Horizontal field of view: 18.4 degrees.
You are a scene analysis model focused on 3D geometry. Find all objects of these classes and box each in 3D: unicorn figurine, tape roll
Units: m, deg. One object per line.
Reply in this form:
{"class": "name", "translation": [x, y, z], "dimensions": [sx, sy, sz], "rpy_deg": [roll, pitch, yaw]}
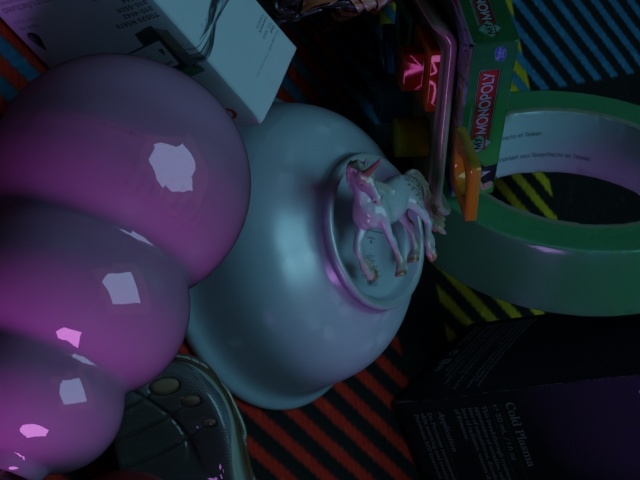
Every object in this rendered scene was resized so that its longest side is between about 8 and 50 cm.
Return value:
{"class": "unicorn figurine", "translation": [0.058, -0.025, 1.716], "dimensions": [0.162, 0.060, 0.111], "rpy_deg": [-36, 114, -70]}
{"class": "tape roll", "translation": [0.248, -0.044, 1.964], "dimensions": [0.321, 0.321, 0.077], "rpy_deg": [-41, 144, -48]}

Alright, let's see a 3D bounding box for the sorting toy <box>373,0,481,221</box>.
{"class": "sorting toy", "translation": [0.083, -0.143, 1.845], "dimensions": [0.347, 0.047, 0.196], "rpy_deg": [-112, -162, -59]}

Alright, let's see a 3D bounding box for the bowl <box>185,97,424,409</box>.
{"class": "bowl", "translation": [0.000, 0.000, 1.787], "dimensions": [0.298, 0.134, 0.297], "rpy_deg": [16, 69, -49]}

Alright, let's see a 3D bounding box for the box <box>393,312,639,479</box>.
{"class": "box", "translation": [0.294, 0.251, 1.956], "dimensions": [0.179, 0.313, 0.343], "rpy_deg": [-39, 113, -48]}

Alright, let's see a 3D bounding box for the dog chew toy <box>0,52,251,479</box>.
{"class": "dog chew toy", "translation": [-0.180, 0.026, 1.507], "dimensions": [0.207, 0.207, 0.331], "rpy_deg": [38, 61, -41]}

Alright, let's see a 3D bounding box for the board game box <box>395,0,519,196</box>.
{"class": "board game box", "translation": [0.118, -0.230, 1.871], "dimensions": [0.213, 0.046, 0.317], "rpy_deg": [94, -14, -52]}

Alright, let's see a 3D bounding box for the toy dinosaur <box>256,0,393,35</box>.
{"class": "toy dinosaur", "translation": [0.006, -0.249, 1.757], "dimensions": [0.322, 0.218, 0.164], "rpy_deg": [95, -4, -52]}

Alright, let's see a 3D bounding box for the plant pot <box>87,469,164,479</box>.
{"class": "plant pot", "translation": [-0.172, 0.286, 1.455], "dimensions": [0.174, 0.191, 0.191], "rpy_deg": [-27, 103, -49]}

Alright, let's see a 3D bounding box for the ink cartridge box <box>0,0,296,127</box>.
{"class": "ink cartridge box", "translation": [-0.150, -0.182, 1.615], "dimensions": [0.219, 0.160, 0.092], "rpy_deg": [48, 49, -34]}

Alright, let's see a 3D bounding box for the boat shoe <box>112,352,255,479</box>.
{"class": "boat shoe", "translation": [-0.092, 0.243, 1.624], "dimensions": [0.116, 0.123, 0.324], "rpy_deg": [-68, 154, -75]}
